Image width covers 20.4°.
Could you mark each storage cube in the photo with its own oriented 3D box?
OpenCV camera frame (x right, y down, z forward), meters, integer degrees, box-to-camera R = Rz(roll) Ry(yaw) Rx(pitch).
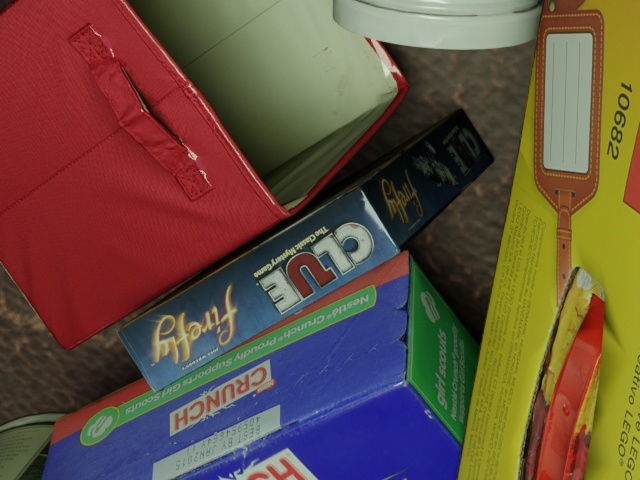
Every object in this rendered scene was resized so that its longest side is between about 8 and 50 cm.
[{"bbox_3d":[-0.098,-0.083,1.046,0.193,0.215,0.183,-31,101,34],"label":"storage cube"}]

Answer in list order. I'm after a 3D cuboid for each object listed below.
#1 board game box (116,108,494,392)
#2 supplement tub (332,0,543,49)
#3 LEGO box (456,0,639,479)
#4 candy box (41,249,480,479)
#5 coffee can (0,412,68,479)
[{"bbox_3d":[0.000,0.000,1.037,0.165,0.243,0.042,-31,93,22],"label":"board game box"},{"bbox_3d":[0.073,-0.218,0.994,0.144,0.144,0.199,8,111,11],"label":"supplement tub"},{"bbox_3d":[0.284,0.095,0.945,0.373,0.193,0.500,-1,113,-22],"label":"LEGO box"},{"bbox_3d":[0.020,0.195,1.120,0.268,0.122,0.317,-25,125,20],"label":"candy box"},{"bbox_3d":[-0.208,0.260,1.167,0.202,0.275,0.201,4,111,12],"label":"coffee can"}]
